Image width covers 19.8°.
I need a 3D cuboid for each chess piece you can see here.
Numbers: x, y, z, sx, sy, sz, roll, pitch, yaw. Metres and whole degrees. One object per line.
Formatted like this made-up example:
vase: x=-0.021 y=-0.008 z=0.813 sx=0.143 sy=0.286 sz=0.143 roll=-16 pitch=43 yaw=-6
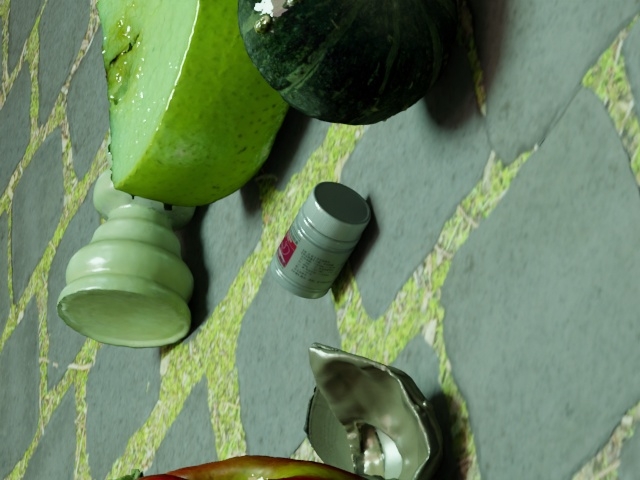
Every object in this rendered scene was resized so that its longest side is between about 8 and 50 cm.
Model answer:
chess piece: x=-0.191 y=-0.028 z=1.953 sx=0.144 sy=0.144 sz=0.251 roll=-39 pitch=38 yaw=54

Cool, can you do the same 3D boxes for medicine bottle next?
medicine bottle: x=0.000 y=0.000 z=1.587 sx=0.091 sy=0.058 sz=0.058 roll=-60 pitch=29 yaw=34

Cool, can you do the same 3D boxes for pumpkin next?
pumpkin: x=0.025 y=-0.183 z=1.477 sx=0.146 sy=0.190 sz=0.190 roll=147 pitch=133 yaw=-70

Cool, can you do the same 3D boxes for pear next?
pear: x=-0.100 y=-0.195 z=1.798 sx=0.292 sy=0.159 sz=0.292 roll=-34 pitch=51 yaw=55

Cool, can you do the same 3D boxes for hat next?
hat: x=0.040 y=0.160 z=1.420 sx=0.175 sy=0.085 sz=0.147 roll=99 pitch=160 yaw=-62

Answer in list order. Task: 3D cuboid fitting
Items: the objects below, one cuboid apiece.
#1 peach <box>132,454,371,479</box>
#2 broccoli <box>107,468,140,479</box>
peach: x=-0.041 y=0.318 z=1.251 sx=0.281 sy=0.281 sz=0.338 roll=-174 pitch=77 yaw=-66
broccoli: x=-0.259 y=0.370 z=1.814 sx=0.254 sy=0.186 sz=0.302 roll=152 pitch=121 yaw=-72
